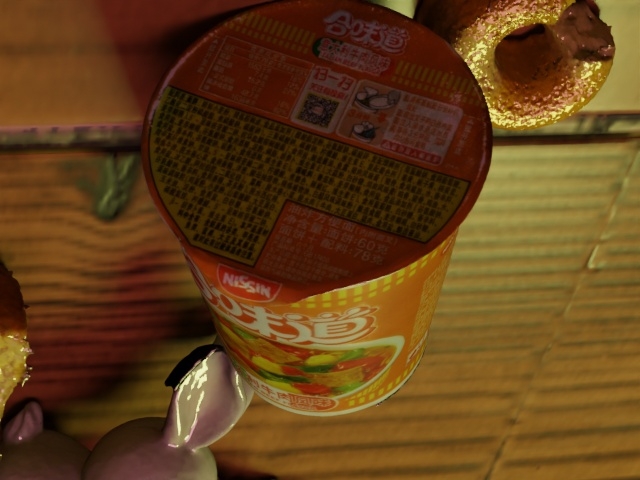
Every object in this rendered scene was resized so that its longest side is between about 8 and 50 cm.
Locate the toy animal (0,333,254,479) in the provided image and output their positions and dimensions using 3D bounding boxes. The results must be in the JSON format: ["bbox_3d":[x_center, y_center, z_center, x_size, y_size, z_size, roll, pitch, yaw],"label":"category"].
[{"bbox_3d":[-0.108,0.130,1.046,0.181,0.131,0.127,-15,109,21],"label":"toy animal"}]

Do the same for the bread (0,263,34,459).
[{"bbox_3d":[-0.220,0.077,0.990,0.103,0.065,0.187,-1,138,-22],"label":"bread"}]

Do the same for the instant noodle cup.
[{"bbox_3d":[0.000,0.000,0.912,0.168,0.168,0.185,-13,149,-5],"label":"instant noodle cup"}]

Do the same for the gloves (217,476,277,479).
[{"bbox_3d":[-0.079,0.218,1.185,0.203,0.124,0.164,2,157,-11],"label":"gloves"}]

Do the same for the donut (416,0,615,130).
[{"bbox_3d":[0.098,-0.097,0.910,0.097,0.043,0.108,-30,136,16],"label":"donut"}]
